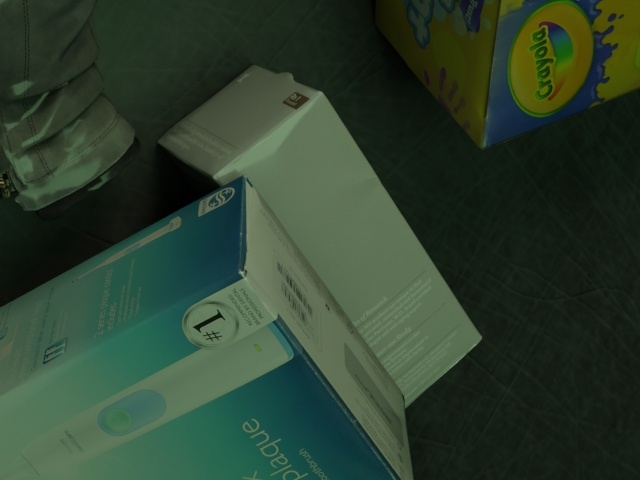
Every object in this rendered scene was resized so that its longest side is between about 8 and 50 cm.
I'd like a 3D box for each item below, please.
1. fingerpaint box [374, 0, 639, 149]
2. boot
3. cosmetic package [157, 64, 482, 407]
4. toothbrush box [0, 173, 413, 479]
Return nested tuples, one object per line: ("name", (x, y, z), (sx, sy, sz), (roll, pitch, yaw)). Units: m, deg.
("fingerpaint box", (0.236, -0.319, 1.004), (0.371, 0.163, 0.444), (-22, 144, -18))
("boot", (-0.165, -0.148, 1.009), (0.338, 0.118, 0.222), (-26, 117, -5))
("cosmetic package", (0.000, 0.000, 1.106), (0.107, 0.127, 0.238), (-42, 115, -9))
("toothbrush box", (-0.117, 0.129, 1.022), (0.296, 0.126, 0.216), (-26, 118, 15))
